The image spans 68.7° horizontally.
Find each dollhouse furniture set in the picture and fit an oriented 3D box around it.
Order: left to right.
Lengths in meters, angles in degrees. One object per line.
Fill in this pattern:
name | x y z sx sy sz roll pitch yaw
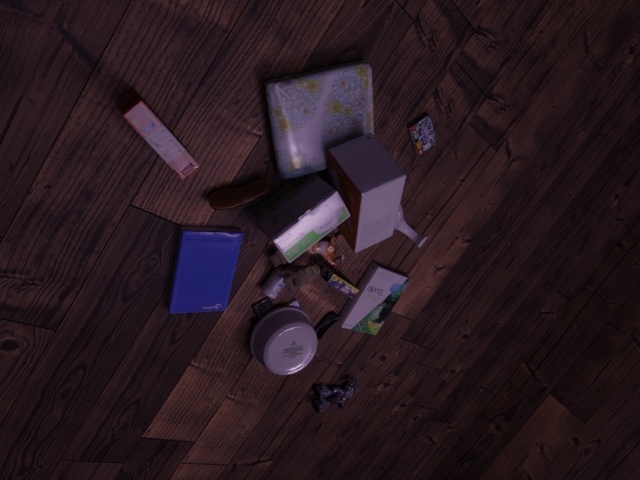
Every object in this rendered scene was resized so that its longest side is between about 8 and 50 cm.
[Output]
dollhouse furniture set | -0.077 0.081 1.755 0.101 0.161 0.182 -31 180 26

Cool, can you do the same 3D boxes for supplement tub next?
supplement tub | -0.168 0.158 1.772 0.071 0.071 0.107 29 100 -39

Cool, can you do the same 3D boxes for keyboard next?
keyboard | -0.224 0.313 1.865 0.108 0.023 0.180 -27 128 -14

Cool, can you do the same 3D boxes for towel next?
towel | 0.011 -0.397 1.535 0.374 0.090 0.321 -20 124 -20

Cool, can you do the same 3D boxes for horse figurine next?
horse figurine | 0.000 0.000 1.782 0.263 0.066 0.175 14 104 -39

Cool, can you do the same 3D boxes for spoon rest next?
spoon rest | 0.321 -0.074 1.934 0.276 0.084 0.137 37 94 -27

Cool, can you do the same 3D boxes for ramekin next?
ramekin | -0.135 0.407 1.856 0.272 0.127 0.273 -11 113 -26

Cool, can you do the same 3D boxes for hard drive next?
hard drive | -0.400 0.105 1.619 0.210 0.040 0.319 2 116 -32

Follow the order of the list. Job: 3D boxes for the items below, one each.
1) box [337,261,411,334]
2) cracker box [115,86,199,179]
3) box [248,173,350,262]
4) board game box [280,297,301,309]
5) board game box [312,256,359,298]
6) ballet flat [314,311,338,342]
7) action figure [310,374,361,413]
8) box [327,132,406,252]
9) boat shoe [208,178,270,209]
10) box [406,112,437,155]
box | 0.239 0.266 2.092 0.232 0.058 0.322 20 107 -38
cracker box | -0.443 -0.290 1.276 0.067 0.156 0.232 -41 130 -3
box | -0.074 -0.093 1.571 0.262 0.231 0.127 -38 130 -6
board game box | -0.123 0.292 1.913 0.090 0.020 0.090 -32 129 -12
board game box | 0.057 0.149 1.856 0.170 0.141 0.048 35 96 -40
ballet flat | 0.014 0.383 2.032 0.057 0.049 0.173 29 100 -39
action figure | 0.089 0.744 2.269 0.285 0.099 0.185 1 108 -36
box | 0.144 -0.153 1.602 0.168 0.215 0.345 -24 150 -15
boat shoe | -0.263 -0.139 1.534 0.207 0.073 0.073 -16 165 -15
box | 0.390 -0.405 1.793 0.094 0.027 0.137 -36 130 -6
